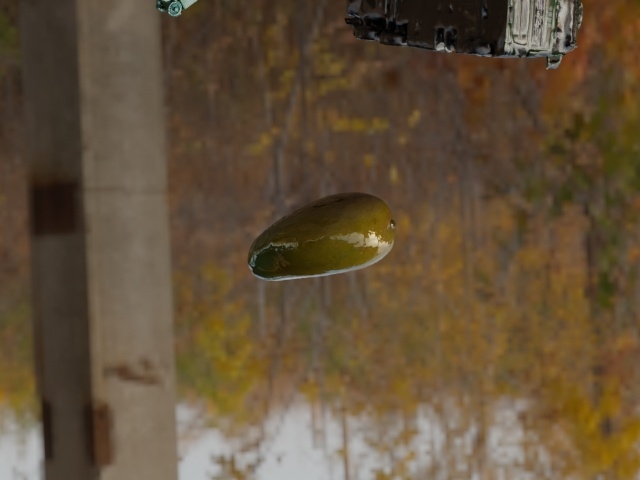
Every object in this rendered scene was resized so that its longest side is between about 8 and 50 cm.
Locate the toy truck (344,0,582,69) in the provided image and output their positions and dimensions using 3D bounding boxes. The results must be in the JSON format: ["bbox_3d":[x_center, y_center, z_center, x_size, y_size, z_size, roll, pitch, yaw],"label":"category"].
[{"bbox_3d":[0.125,-0.205,1.451,0.121,0.088,0.259,-5,-167,-30],"label":"toy truck"}]

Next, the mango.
[{"bbox_3d":[0.000,0.000,1.933,0.194,0.092,0.130,-20,-175,27],"label":"mango"}]

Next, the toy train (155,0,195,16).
[{"bbox_3d":[-0.147,-0.254,1.575,0.045,0.092,0.029,-41,-139,-20],"label":"toy train"}]
